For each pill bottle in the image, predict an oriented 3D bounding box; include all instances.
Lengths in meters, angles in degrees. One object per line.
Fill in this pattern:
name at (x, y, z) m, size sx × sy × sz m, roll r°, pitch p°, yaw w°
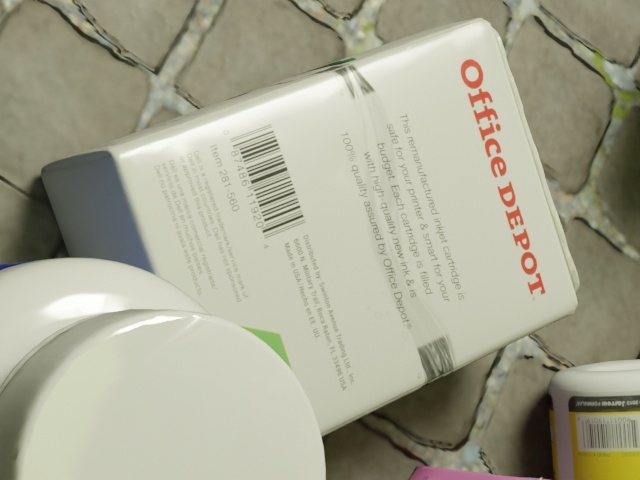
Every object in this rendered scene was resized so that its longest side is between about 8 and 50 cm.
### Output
pill bottle at (-0.114, 0.083, 0.655) m, size 0.152 × 0.272 × 0.152 m, roll 2°, pitch 85°, yaw -30°
pill bottle at (0.180, 0.158, 0.918) m, size 0.103 × 0.103 × 0.184 m, roll -4°, pitch 89°, yaw -30°

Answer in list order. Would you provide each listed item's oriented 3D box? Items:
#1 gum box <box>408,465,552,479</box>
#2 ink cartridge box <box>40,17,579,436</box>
gum box at (0.052, 0.197, 0.839) m, size 0.062 × 0.107 × 0.188 m, roll 45°, pitch 67°, yaw -20°
ink cartridge box at (0.000, 0.000, 0.829) m, size 0.219 × 0.092 × 0.160 m, roll -22°, pitch 98°, yaw -30°
